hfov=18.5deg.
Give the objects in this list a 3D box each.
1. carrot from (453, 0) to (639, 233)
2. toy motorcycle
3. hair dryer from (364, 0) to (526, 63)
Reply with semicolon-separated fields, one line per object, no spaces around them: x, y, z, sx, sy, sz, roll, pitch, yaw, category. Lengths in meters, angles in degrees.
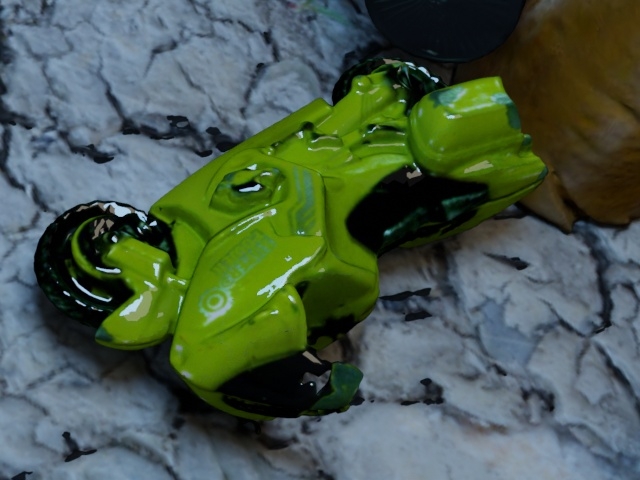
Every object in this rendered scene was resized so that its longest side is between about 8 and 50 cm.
0.229;-0.147;1.360;0.196;0.254;0.196;12;57;-19;carrot
0.001;-0.001;1.256;0.342;0.142;0.206;-30;75;-30;toy motorcycle
0.020;-0.254;1.420;0.302;0.116;0.244;13;36;8;hair dryer
